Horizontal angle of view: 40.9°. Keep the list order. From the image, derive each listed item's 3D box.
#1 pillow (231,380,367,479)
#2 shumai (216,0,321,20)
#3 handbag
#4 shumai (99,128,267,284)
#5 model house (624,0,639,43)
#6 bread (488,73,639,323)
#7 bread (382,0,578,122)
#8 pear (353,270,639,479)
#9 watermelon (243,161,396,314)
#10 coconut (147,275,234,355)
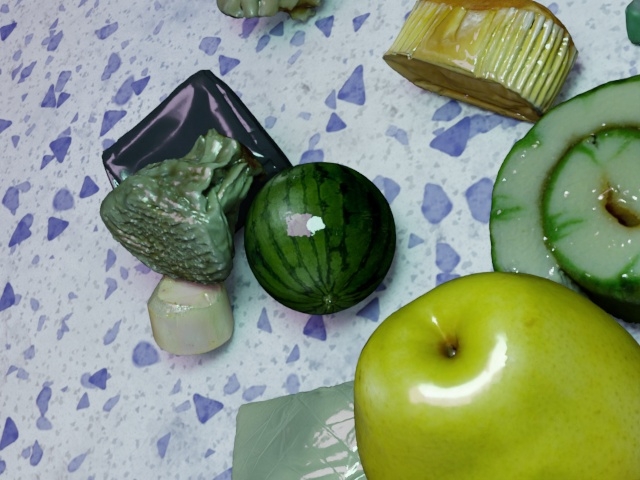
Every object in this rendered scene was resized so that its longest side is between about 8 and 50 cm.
[{"bbox_3d":[-0.016,0.362,1.301,0.274,0.076,0.281,-16,55,23],"label":"pillow"},{"bbox_3d":[-0.092,-0.543,1.623,0.262,0.267,0.314,-65,12,-6],"label":"shumai"},{"bbox_3d":[-0.225,-0.132,1.593,0.302,0.178,0.275,-40,69,12],"label":"handbag"},{"bbox_3d":[-0.215,-0.062,1.422,0.260,0.225,0.222,-3,44,34],"label":"shumai"},{"bbox_3d":[0.563,-0.359,1.175,0.298,0.243,0.284,-119,45,-61],"label":"model house"},{"bbox_3d":[0.400,-0.041,1.135,0.382,0.129,0.366,-46,43,12],"label":"bread"},{"bbox_3d":[0.251,-0.303,1.345,0.288,0.204,0.156,23,87,42],"label":"bread"},{"bbox_3d":[0.222,0.214,1.001,0.362,0.418,0.362,-23,40,21],"label":"pear"},{"bbox_3d":[-0.001,-0.004,1.352,0.242,0.242,0.242,-14,62,28],"label":"watermelon"},{"bbox_3d":[-0.224,0.130,1.497,0.147,0.153,0.147,-3,40,3],"label":"coconut"}]
